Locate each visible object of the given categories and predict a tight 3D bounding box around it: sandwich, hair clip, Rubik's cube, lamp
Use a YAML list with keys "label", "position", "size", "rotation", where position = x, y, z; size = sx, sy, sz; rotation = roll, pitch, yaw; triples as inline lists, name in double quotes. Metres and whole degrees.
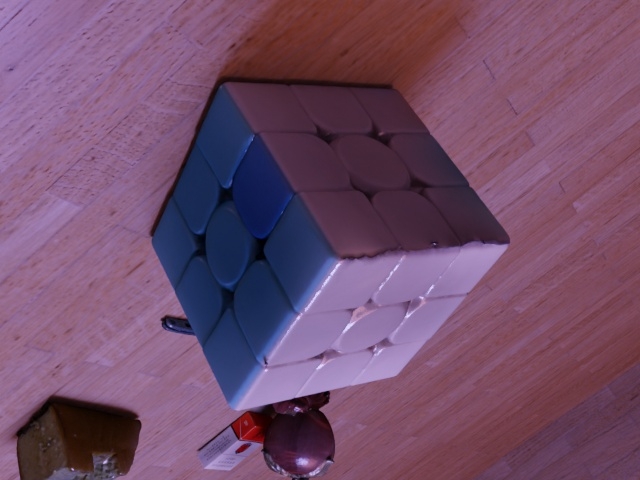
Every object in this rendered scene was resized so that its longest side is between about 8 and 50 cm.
- label: "sandwich"
  position: [-0.389, 0.359, 1.369]
  size: [0.122, 0.128, 0.235]
  rotation: [-33, 150, 18]
- label: "hair clip"
  position: [-0.161, 0.141, 1.342]
  size: [0.229, 0.039, 0.070]
  rotation: [-3, 140, -38]
- label: "Rubik's cube"
  position: [0.000, 0.000, 1.033]
  size: [0.291, 0.290, 0.292]
  rotation: [-4, 141, -38]
- label: "lamp"
  position: [-0.054, 0.403, 1.686]
  size: [0.151, 0.223, 0.215]
  rotation: [-16, 163, 13]

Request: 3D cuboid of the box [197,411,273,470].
- label: "box"
  position: [-0.177, 0.434, 1.744]
  size: [0.152, 0.048, 0.100]
  rotation: [-39, 152, 12]
